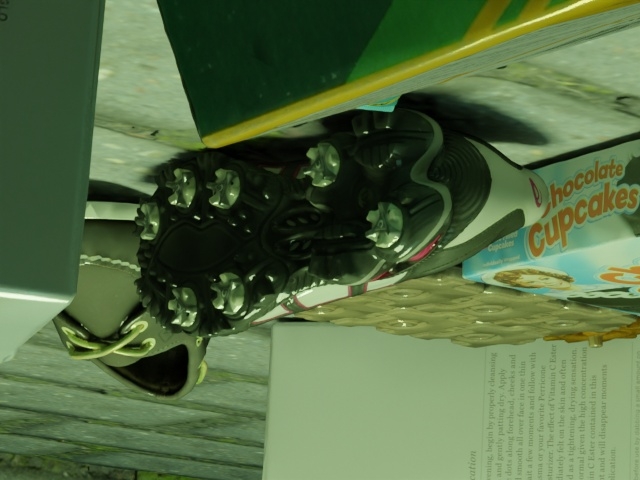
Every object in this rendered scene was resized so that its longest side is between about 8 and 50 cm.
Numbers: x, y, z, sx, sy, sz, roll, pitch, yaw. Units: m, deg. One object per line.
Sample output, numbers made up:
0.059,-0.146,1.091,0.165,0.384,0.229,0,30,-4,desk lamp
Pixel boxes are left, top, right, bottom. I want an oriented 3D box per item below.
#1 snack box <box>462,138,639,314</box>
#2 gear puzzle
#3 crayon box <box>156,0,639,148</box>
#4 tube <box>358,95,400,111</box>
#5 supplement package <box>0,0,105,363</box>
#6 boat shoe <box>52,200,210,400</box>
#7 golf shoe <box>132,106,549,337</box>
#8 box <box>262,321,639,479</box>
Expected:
0.247,-0.013,0.984,0.187,0.060,0.322,12,164,-32,snack box
0.123,0.038,1.291,0.339,0.044,0.175,12,163,-42,gear puzzle
0.126,-0.111,0.404,0.203,0.083,0.323,-19,-177,-37,crayon box
0.016,-0.084,0.795,0.080,0.052,0.207,13,171,-9,tube
-0.211,-0.074,0.550,0.263,0.198,0.199,8,165,-18,supplement package
-0.130,0.043,1.248,0.109,0.091,0.305,1,167,8,boat shoe
0.000,0.000,1.026,0.120,0.105,0.273,6,169,-42,golf shoe
0.148,0.167,1.537,0.345,0.168,0.215,0,166,17,box
